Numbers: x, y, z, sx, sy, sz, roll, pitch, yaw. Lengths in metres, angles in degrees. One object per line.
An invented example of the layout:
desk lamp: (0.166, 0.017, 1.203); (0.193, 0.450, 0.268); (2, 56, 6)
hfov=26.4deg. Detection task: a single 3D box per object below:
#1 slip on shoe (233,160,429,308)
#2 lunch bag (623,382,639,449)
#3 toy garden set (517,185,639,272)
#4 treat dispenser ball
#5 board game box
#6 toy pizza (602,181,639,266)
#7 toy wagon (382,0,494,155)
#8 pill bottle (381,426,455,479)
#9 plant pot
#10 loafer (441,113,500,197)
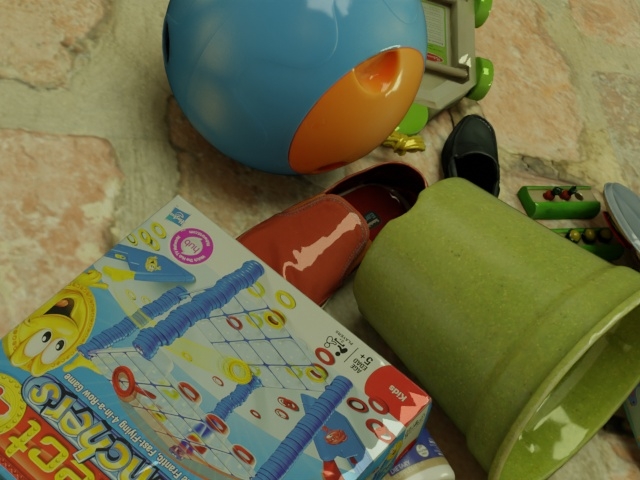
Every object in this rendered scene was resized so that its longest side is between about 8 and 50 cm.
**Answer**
slip on shoe: (0.000, 0.000, 1.445); (0.123, 0.101, 0.331); (48, 46, 13)
lunch bag: (0.465, 0.157, 1.535); (0.279, 0.108, 0.224); (-11, 78, -34)
toy garden set: (0.301, 0.022, 1.637); (0.204, 0.049, 0.244); (-2, 53, -31)
treat dispenser ball: (-0.027, -0.214, 1.485); (0.288, 0.288, 0.288); (16, 45, -17)
board game box: (-0.118, 0.155, 1.164); (0.308, 0.086, 0.302); (38, 58, 16)
toy pizza: (0.410, 0.013, 1.688); (0.201, 0.032, 0.201); (40, 24, -22)
toy wagon: (0.088, -0.248, 1.721); (0.267, 0.068, 0.344); (13, 59, -19)
pill bottle: (0.034, 0.177, 1.295); (0.112, 0.112, 0.186); (-14, 59, -38)
plant pot: (0.180, 0.078, 1.391); (0.254, 0.276, 0.276); (41, 42, 26)
loafer: (0.186, -0.081, 1.642); (0.076, 0.078, 0.223); (24, 44, -10)
